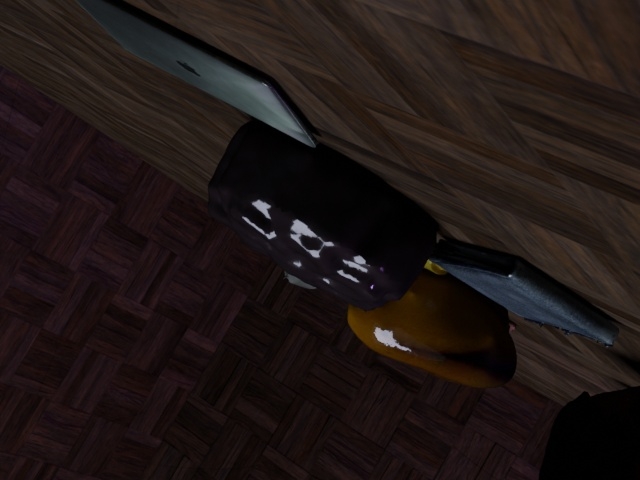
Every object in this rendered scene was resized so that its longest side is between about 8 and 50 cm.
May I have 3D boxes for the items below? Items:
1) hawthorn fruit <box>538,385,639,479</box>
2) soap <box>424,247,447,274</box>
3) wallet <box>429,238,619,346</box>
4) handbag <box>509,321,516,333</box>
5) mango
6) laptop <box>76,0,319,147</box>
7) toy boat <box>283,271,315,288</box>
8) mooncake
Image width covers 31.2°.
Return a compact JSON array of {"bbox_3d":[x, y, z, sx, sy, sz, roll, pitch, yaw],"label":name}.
[{"bbox_3d":[0.438,0.331,1.532,0.316,0.316,0.316,30,176,2],"label":"hawthorn fruit"},{"bbox_3d":[0.137,0.017,1.552,0.168,0.033,0.089,27,-179,32],"label":"soap"},{"bbox_3d":[0.234,0.057,1.357,0.167,0.036,0.222,33,174,-19],"label":"wallet"},{"bbox_3d":[0.219,0.113,1.980,0.212,0.059,0.157,33,175,-13],"label":"handbag"},{"bbox_3d":[0.166,0.115,1.659,0.287,0.152,0.201,24,169,-23],"label":"mango"},{"bbox_3d":[-0.133,-0.183,1.178,0.269,0.015,0.187,29,176,19],"label":"laptop"},{"bbox_3d":[0.003,0.005,1.736,0.141,0.141,0.269,31,176,-11],"label":"toy boat"},{"bbox_3d":[-0.005,-0.022,1.378,0.283,0.141,0.283,29,174,4],"label":"mooncake"}]
